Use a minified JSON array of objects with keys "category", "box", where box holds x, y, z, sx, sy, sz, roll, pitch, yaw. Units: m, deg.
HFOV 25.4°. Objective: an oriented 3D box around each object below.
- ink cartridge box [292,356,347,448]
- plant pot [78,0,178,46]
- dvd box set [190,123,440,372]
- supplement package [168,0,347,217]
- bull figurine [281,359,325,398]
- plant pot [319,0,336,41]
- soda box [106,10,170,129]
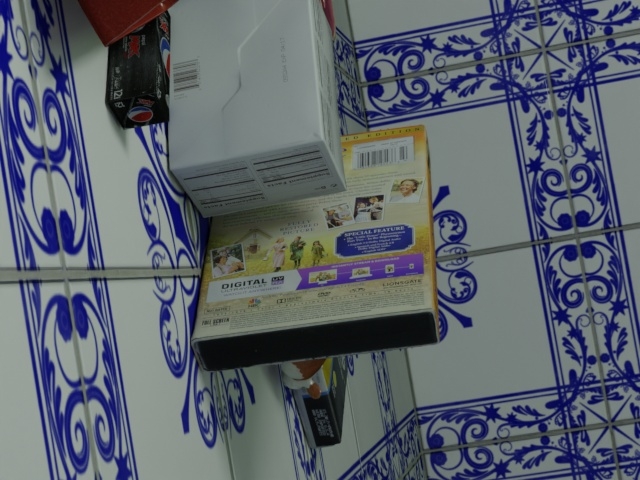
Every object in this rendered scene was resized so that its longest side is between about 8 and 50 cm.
[{"category":"ink cartridge box","box":[-0.014,0.136,2.389,0.307,0.072,0.303,-81,158,-57]},{"category":"plant pot","box":[-0.165,-0.388,1.467,0.235,0.267,0.267,51,15,-10]},{"category":"dvd box set","box":[0.000,0.000,1.902,0.420,0.308,0.062,-88,168,-53]},{"category":"supplement package","box":[-0.088,-0.190,1.878,0.145,0.204,0.261,61,21,-60]},{"category":"bull figurine","box":[-0.020,0.102,2.108,0.101,0.188,0.310,38,-12,38]},{"category":"plant pot","box":[-0.078,-0.351,2.177,0.201,0.180,0.201,-10,90,-79]},{"category":"soda box","box":[-0.207,-0.210,1.637,0.053,0.060,0.169,68,15,-53]}]
